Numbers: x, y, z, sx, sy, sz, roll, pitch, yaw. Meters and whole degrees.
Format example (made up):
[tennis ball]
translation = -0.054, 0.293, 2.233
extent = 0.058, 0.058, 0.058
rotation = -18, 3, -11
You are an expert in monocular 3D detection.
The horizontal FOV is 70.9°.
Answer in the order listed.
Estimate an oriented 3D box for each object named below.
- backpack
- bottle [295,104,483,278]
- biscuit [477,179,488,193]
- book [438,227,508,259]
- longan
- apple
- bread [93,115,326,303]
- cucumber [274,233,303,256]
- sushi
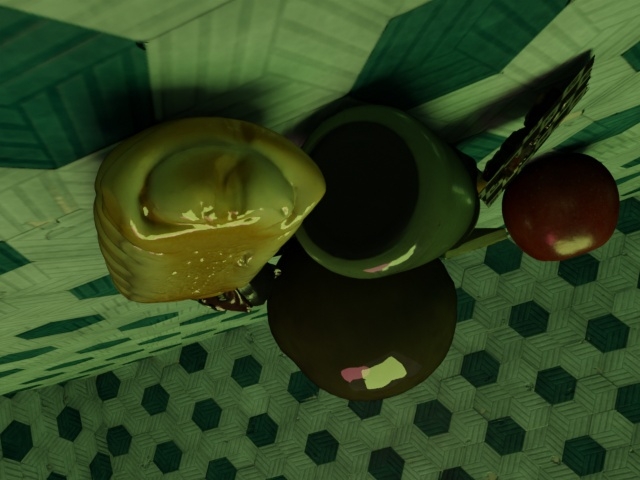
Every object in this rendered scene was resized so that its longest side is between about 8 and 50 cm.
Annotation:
[backpack]
translation = -0.157, 0.048, 0.662
extent = 0.165, 0.105, 0.120
rotation = -5, 142, 22
[bottle]
translation = 0.111, -0.051, 0.560
extent = 0.169, 0.168, 0.347
rotation = -24, 171, 27
[biscuit]
translation = 0.218, -0.058, 0.925
extent = 0.299, 0.045, 0.154
rotation = -28, 170, 35
[book]
translation = 0.232, 0.001, 1.009
extent = 0.215, 0.025, 0.283
rotation = -15, -169, -33
[longan]
translation = 0.064, 0.111, 0.808
extent = 0.361, 0.360, 0.361
rotation = -17, 168, -4
[apple]
translation = 0.490, -0.068, 0.926
extent = 0.218, 0.201, 0.218
rotation = -22, 173, -3
[bread]
translation = -0.131, -0.015, 0.452
extent = 0.173, 0.121, 0.311
rotation = -5, 164, -27
[cucumber]
translation = -0.046, -0.018, 0.669
extent = 0.241, 0.074, 0.074
rotation = -19, 170, 42
[sushi]
translation = 0.261, -0.136, 0.570
extent = 0.201, 0.031, 0.139
rotation = -53, 158, 14
